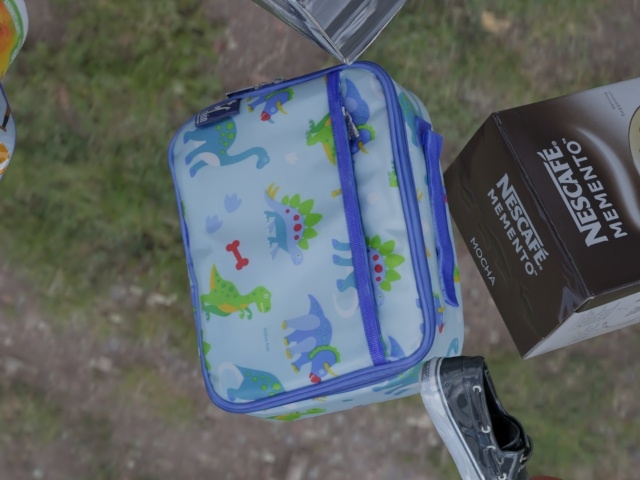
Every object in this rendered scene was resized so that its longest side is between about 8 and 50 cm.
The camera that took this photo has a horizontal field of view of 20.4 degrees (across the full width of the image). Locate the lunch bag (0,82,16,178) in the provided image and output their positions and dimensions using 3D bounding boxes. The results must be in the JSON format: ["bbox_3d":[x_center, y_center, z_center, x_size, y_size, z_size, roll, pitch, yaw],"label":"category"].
[{"bbox_3d":[-0.436,-0.080,1.782,0.115,0.243,0.303,13,129,-45],"label":"lunch bag"}]

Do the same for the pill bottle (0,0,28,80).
[{"bbox_3d":[-0.323,-0.103,1.301,0.136,0.246,0.136,14,142,11],"label":"pill bottle"}]

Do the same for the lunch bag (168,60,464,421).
[{"bbox_3d":[0.000,0.000,1.163,0.176,0.219,0.090,-13,163,21],"label":"lunch bag"}]

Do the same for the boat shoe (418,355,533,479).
[{"bbox_3d":[0.104,0.123,1.074,0.040,0.049,0.142,-15,128,24],"label":"boat shoe"}]

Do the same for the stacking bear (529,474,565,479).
[{"bbox_3d":[0.098,0.283,1.410,0.289,0.164,0.175,-3,164,-45],"label":"stacking bear"}]

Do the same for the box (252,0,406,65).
[{"bbox_3d":[-0.022,-0.267,0.942,0.307,0.242,0.076,37,175,32],"label":"box"}]

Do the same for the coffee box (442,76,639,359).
[{"bbox_3d":[0.265,-0.035,1.419,0.297,0.168,0.119,-16,160,-29],"label":"coffee box"}]
